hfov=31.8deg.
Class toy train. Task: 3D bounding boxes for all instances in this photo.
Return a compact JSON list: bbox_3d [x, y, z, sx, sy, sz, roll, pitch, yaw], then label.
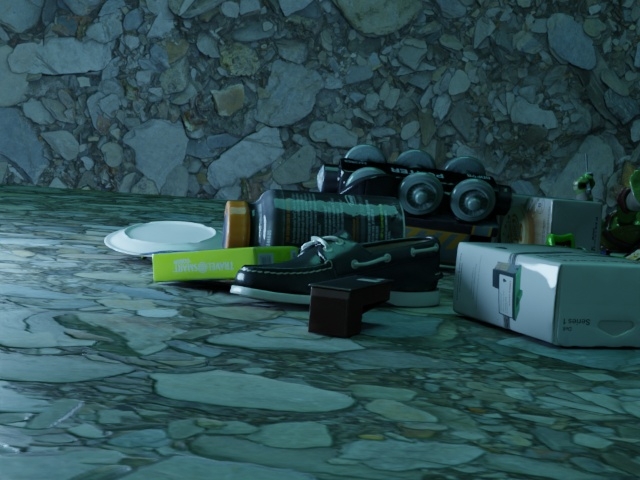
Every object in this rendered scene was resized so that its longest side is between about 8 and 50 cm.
[{"bbox_3d":[0.153,-0.049,1.910,0.334,0.190,0.142,6,28,-7],"label":"toy train"}]

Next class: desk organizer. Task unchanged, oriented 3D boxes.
[{"bbox_3d":[0.033,0.068,1.195,0.047,0.050,0.130,6,5,23],"label":"desk organizer"}]

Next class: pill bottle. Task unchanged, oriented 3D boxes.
[{"bbox_3d":[-0.013,-0.005,1.572,0.246,0.130,0.130,4,5,-10],"label":"pill bottle"}]

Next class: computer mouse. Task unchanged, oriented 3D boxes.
[{"bbox_3d":[0.063,-0.015,1.745,0.184,0.060,0.262,-1,-28,-41],"label":"computer mouse"}]

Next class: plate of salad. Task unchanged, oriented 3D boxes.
[{"bbox_3d":[-0.230,0.009,1.725,0.200,0.048,0.200,2,15,0],"label":"plate of salad"}]

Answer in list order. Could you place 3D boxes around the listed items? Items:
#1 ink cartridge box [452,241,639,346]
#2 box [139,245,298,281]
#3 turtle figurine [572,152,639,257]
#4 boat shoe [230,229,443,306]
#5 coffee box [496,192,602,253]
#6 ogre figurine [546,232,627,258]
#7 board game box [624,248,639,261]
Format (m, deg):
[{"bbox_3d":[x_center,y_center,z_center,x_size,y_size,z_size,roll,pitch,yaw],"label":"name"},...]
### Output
[{"bbox_3d":[0.276,0.059,1.294,0.160,0.092,0.219,2,5,-23],"label":"ink cartridge box"},{"bbox_3d":[-0.131,0.030,1.456,0.178,0.042,0.109,-3,-1,29],"label":"box"},{"bbox_3d":[0.586,-0.092,2.091,0.198,0.274,0.266,40,-17,-1],"label":"turtle figurine"},{"bbox_3d":[0.024,0.032,1.390,0.302,0.091,0.114,1,6,-40],"label":"boat shoe"},{"bbox_3d":[0.376,-0.007,1.937,0.098,0.141,0.246,3,4,-18],"label":"coffee box"},{"bbox_3d":[0.359,0.042,1.587,0.118,0.097,0.197,12,7,-33],"label":"ogre figurine"},{"bbox_3d":[0.436,0.064,1.385,0.147,0.045,0.193,-25,22,-35],"label":"board game box"}]
